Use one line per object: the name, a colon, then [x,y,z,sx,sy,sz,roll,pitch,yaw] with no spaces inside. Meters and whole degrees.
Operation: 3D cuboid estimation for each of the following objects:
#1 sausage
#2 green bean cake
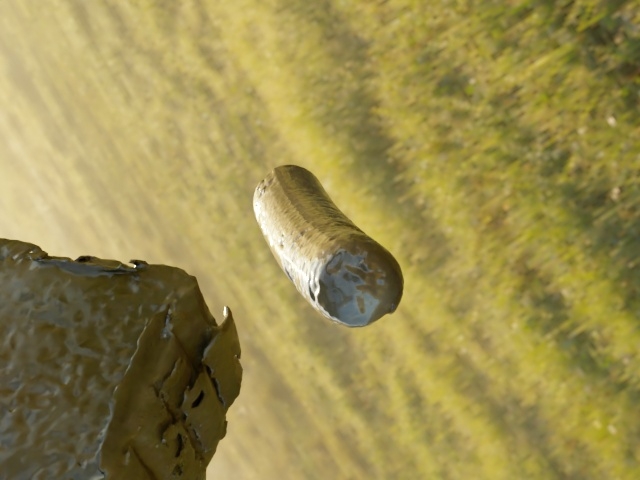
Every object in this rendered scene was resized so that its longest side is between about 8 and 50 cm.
sausage: [0.000,0.002,0.941,0.066,0.066,0.301,62,178,-15]
green bean cake: [-0.176,0.120,0.838,0.230,0.224,0.131,4,141,21]
